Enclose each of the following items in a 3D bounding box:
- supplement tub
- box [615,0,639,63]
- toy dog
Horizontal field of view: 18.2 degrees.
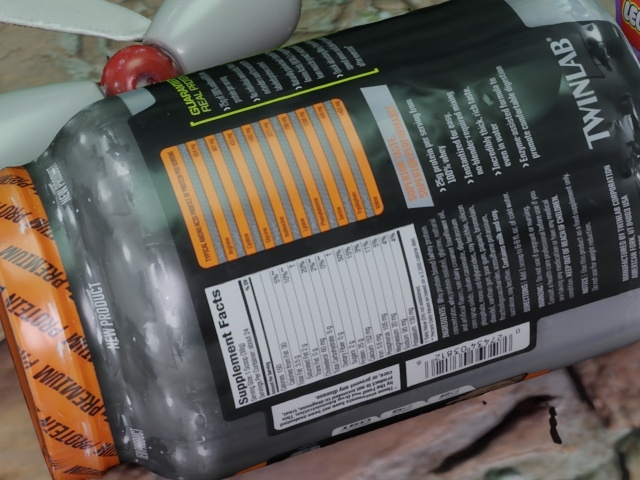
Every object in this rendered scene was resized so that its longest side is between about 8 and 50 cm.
[{"bbox_3d":[0.000,0.000,1.043,0.338,0.207,0.207,-17,37,-11],"label":"supplement tub"},{"bbox_3d":[0.249,-0.010,1.006,0.057,0.201,0.293,-21,38,-15],"label":"box"},{"bbox_3d":[-0.167,-0.050,1.194,0.333,0.220,0.161,-16,4,-21],"label":"toy dog"}]
